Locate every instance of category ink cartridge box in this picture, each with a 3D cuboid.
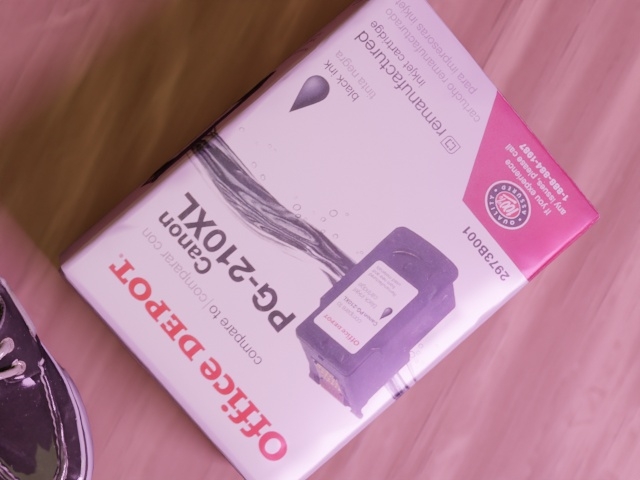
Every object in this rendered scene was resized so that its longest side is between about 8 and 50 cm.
[{"bbox_3d":[0.000,0.000,0.821,0.237,0.100,0.172,-41,98,-6],"label":"ink cartridge box"}]

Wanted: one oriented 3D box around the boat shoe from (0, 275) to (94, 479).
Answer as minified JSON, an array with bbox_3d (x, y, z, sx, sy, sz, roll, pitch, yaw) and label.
[{"bbox_3d":[-0.190,0.056,0.806,0.078,0.070,0.219,-30,97,-7],"label":"boat shoe"}]
